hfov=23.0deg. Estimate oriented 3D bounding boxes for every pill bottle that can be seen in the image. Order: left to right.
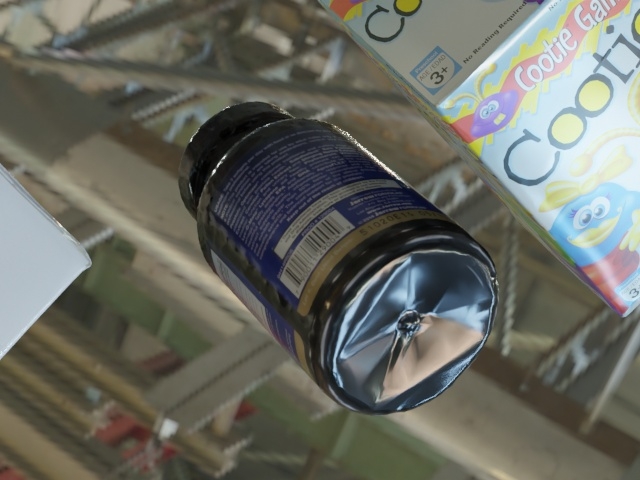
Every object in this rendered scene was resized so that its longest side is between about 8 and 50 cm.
[{"bbox_3d":[0.000,0.000,0.950,0.123,0.122,0.219,5,-155,-34],"label":"pill bottle"}]

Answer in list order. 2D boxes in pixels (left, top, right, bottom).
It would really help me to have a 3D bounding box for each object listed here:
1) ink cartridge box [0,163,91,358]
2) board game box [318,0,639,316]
[{"bbox_3d":[-0.323,0.059,0.885,0.130,0.309,0.272,49,163,-30],"label":"ink cartridge box"},{"bbox_3d":[0.148,-0.095,0.991,0.275,0.144,0.142,41,-174,-46],"label":"board game box"}]
